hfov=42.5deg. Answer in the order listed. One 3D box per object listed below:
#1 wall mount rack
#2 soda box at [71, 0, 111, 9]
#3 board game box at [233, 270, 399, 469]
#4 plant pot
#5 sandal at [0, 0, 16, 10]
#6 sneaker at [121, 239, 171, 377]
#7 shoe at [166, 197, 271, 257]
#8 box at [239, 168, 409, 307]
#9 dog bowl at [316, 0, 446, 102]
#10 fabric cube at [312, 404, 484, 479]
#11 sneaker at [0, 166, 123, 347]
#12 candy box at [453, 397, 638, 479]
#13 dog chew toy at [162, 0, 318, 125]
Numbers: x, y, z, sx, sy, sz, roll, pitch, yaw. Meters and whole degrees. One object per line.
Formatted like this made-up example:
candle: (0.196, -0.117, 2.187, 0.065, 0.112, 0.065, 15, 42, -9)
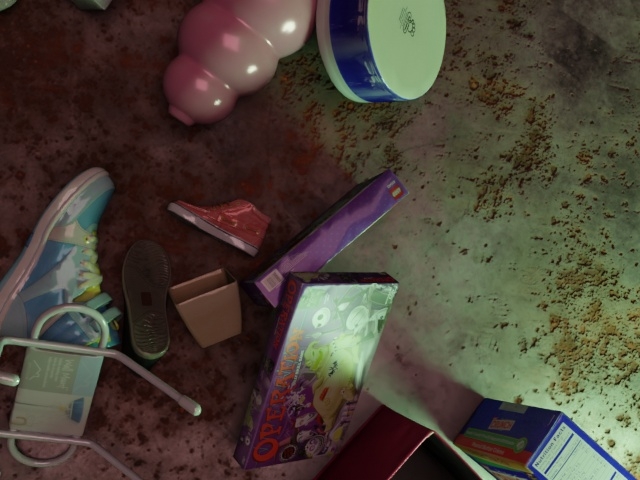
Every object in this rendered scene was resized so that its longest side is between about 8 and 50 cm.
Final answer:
wall mount rack: (-0.360, 0.274, 1.261, 0.304, 0.130, 0.350, 12, 121, -18)
soda box: (-0.437, -0.495, 1.296, 0.286, 0.091, 0.098, 42, 72, -43)
board game box: (-0.008, 0.214, 1.361, 0.208, 0.056, 0.347, 3, 113, -35)
plant pot: (-0.190, 0.119, 1.404, 0.109, 0.109, 0.096, -20, 106, -14)
sandal: (-0.544, -0.584, 1.335, 0.102, 0.169, 0.416, 7, 85, 24)
sneaker: (-0.306, 0.115, 1.390, 0.083, 0.118, 0.222, 8, 57, -22)
shoe: (-0.174, -0.044, 1.434, 0.178, 0.063, 0.081, 28, 80, -16)
box: (0.000, 0.000, 1.401, 0.293, 0.201, 0.057, -40, 96, -11)
dog bowl: (0.110, -0.372, 1.418, 0.265, 0.104, 0.265, -11, 103, -52)
fabric cube: (0.146, 0.471, 1.390, 0.259, 0.258, 0.254, 45, 78, -8)
sneaker: (-0.376, 0.056, 1.332, 0.208, 0.127, 0.319, 32, 90, 3)
candy box: (0.433, 0.427, 1.456, 0.317, 0.268, 0.122, 42, 76, -8)
dog chew toy: (-0.146, -0.340, 1.386, 0.206, 0.206, 0.332, 36, 88, -10)
